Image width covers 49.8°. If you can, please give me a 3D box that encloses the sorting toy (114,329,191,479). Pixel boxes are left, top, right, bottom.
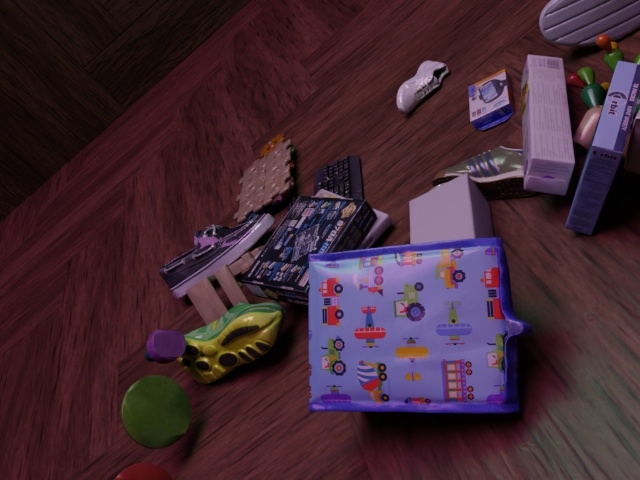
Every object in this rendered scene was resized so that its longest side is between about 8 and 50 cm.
[{"bbox_3d":[-0.317,0.341,1.234,0.126,0.127,0.365,-35,44,48],"label":"sorting toy"}]

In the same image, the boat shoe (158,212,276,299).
[{"bbox_3d":[-0.238,0.014,1.549,0.301,0.102,0.108,-34,7,20],"label":"boat shoe"}]

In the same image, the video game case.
[{"bbox_3d":[0.000,0.000,1.335,0.206,0.026,0.227,-46,35,-13],"label":"video game case"}]

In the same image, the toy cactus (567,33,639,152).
[{"bbox_3d":[0.458,-0.222,1.073,0.180,0.112,0.219,-54,41,3],"label":"toy cactus"}]

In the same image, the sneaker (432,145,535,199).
[{"bbox_3d":[0.289,-0.119,1.168,0.192,0.064,0.086,3,53,43],"label":"sneaker"}]

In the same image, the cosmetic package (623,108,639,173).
[{"bbox_3d":[0.536,-0.216,0.901,0.160,0.113,0.309,22,66,26],"label":"cosmetic package"}]

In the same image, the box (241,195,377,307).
[{"bbox_3d":[-0.022,0.014,1.272,0.175,0.051,0.220,6,53,44],"label":"box"}]

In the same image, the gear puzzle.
[{"bbox_3d":[-0.128,-0.163,1.718,0.175,0.044,0.338,-33,30,21],"label":"gear puzzle"}]

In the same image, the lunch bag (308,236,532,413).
[{"bbox_3d":[0.134,0.118,0.929,0.293,0.138,0.220,-8,78,37],"label":"lunch bag"}]

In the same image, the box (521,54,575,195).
[{"bbox_3d":[0.365,-0.198,1.123,0.067,0.063,0.324,7,43,8],"label":"box"}]

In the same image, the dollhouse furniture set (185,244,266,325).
[{"bbox_3d":[-0.164,0.107,1.451,0.144,0.123,0.151,-32,-1,18],"label":"dollhouse furniture set"}]

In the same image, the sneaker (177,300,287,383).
[{"bbox_3d":[-0.172,0.190,1.315,0.296,0.109,0.123,-22,11,38],"label":"sneaker"}]

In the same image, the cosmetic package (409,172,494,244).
[{"bbox_3d":[0.209,0.011,1.086,0.117,0.085,0.231,-26,34,28],"label":"cosmetic package"}]

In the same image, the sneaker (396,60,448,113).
[{"bbox_3d":[0.222,-0.338,1.509,0.061,0.053,0.152,17,65,52],"label":"sneaker"}]

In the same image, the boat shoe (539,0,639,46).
[{"bbox_3d":[0.552,-0.448,1.224,0.335,0.121,0.119,-20,30,17],"label":"boat shoe"}]

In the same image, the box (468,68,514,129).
[{"bbox_3d":[0.328,-0.269,1.329,0.081,0.028,0.136,-24,35,29],"label":"box"}]

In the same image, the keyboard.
[{"bbox_3d":[0.001,-0.055,1.449,0.202,0.033,0.317,-30,34,23],"label":"keyboard"}]

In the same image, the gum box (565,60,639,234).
[{"bbox_3d":[0.390,-0.123,0.948,0.041,0.184,0.157,18,62,18],"label":"gum box"}]
